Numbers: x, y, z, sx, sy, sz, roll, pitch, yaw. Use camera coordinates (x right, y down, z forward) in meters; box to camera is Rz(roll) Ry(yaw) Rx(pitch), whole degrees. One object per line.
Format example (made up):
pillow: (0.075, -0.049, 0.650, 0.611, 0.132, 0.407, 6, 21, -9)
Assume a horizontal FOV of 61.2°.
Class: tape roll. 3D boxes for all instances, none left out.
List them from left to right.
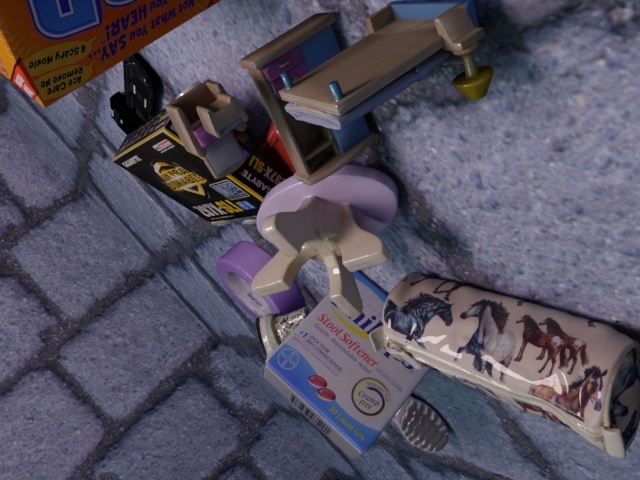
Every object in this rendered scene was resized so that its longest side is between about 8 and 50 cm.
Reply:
tape roll: (-0.179, 0.134, 1.577, 0.274, 0.090, 0.275, 35, 152, 22)

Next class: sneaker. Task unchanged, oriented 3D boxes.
sneaker: (0.008, 0.308, 1.490, 0.182, 0.158, 0.410, -29, 134, 21)
sneaker: (0.227, 0.449, 1.461, 0.281, 0.105, 0.115, 39, -176, 8)

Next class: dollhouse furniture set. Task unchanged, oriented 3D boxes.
dollhouse furniture set: (0.021, -0.132, 0.663, 0.303, 0.286, 0.198, 30, 153, 52)

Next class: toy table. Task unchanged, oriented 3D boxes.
toy table: (0.000, 0.000, 0.910, 0.252, 0.161, 0.274, 37, 134, -28)

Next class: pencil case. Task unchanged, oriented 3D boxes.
pencil case: (0.283, 0.177, 0.844, 0.410, 0.183, 0.160, 16, 141, 45)

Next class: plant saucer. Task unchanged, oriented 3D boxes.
plant saucer: (-0.035, -0.108, 1.059, 0.258, 0.047, 0.259, 48, 155, -4)

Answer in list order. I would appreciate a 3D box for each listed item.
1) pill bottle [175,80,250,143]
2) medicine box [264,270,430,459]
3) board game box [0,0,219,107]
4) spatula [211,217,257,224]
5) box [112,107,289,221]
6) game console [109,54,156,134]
pill bottle: (-0.220, -0.240, 1.094, 0.152, 0.086, 0.086, 51, 154, -12)
medicine box: (0.069, 0.259, 1.156, 0.263, 0.289, 0.149, 39, 156, 12)
board game box: (-0.360, -0.466, 0.661, 0.356, 0.356, 0.356, 36, 153, 20)
spatula: (-0.152, -0.038, 1.184, 0.242, 0.168, 0.019, 180, 84, -80)
box: (-0.243, -0.140, 1.075, 0.257, 0.080, 0.321, 33, 160, -30)
game console: (-0.443, -0.323, 1.363, 0.213, 0.044, 0.361, 44, 155, 0)
